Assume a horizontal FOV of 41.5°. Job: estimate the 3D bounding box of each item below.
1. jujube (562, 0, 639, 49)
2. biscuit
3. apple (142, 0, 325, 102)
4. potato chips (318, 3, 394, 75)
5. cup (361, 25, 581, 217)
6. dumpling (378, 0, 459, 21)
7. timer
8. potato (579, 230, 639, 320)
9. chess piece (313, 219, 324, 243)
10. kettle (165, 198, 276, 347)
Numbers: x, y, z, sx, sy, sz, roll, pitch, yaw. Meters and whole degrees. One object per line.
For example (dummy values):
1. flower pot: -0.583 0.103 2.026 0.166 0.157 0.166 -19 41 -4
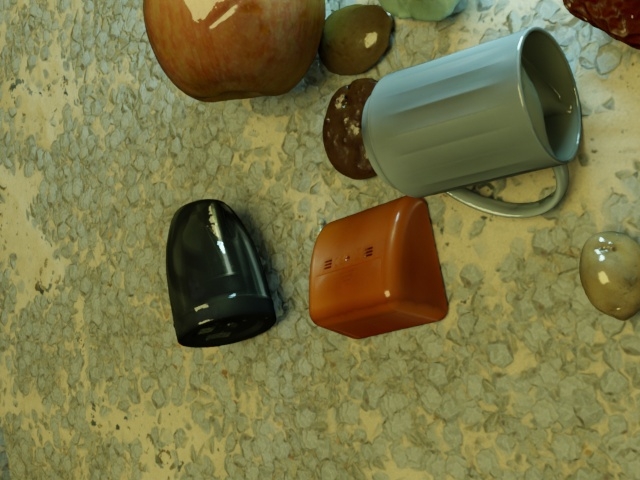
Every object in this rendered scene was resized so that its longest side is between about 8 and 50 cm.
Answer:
1. jujube: 0.508 -0.394 1.309 0.290 0.197 0.197 31 110 52
2. biscuit: 0.082 -0.232 1.762 0.212 0.036 0.212 0 90 41
3. apple: -0.183 -0.468 1.779 0.391 0.391 0.347 -2 102 41
4. potato chips: 0.062 -0.426 1.777 0.201 0.049 0.150 12 92 46
5. cup: 0.276 -0.179 1.495 0.326 0.237 0.323 -13 111 39
6. dumpling: 0.172 -0.571 1.598 0.211 0.270 0.321 -21 47 11
7. timer: 0.103 0.048 1.700 0.257 0.161 0.250 -19 62 39
8. potato: 0.477 0.056 1.378 0.112 0.112 0.147 -23 68 38
9. chess piece: 0.000 0.000 1.834 0.035 0.035 0.092 -4 83 40
10. kettle: -0.254 0.072 1.957 0.321 0.228 0.324 122 136 -62
